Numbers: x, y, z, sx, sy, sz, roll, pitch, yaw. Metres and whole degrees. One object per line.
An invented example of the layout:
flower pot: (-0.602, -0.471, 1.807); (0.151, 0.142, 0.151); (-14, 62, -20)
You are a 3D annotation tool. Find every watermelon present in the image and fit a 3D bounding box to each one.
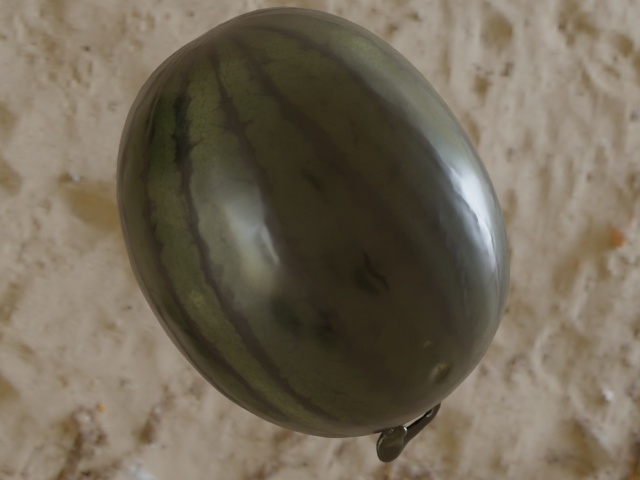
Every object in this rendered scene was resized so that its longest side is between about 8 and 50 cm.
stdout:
watermelon: (0.000, 0.000, 1.169); (0.279, 0.279, 0.359); (-41, 105, -30)
